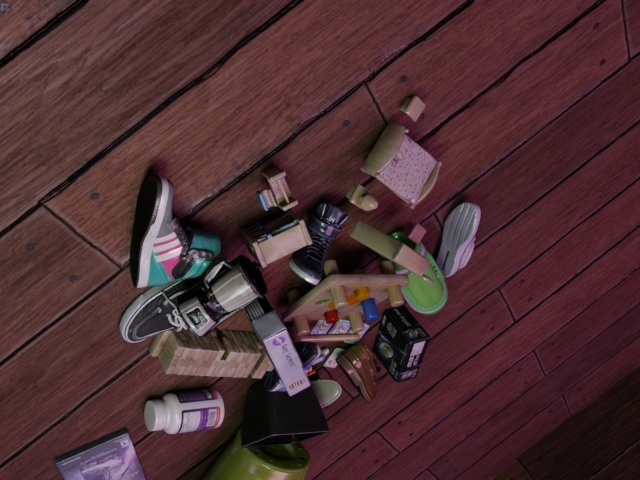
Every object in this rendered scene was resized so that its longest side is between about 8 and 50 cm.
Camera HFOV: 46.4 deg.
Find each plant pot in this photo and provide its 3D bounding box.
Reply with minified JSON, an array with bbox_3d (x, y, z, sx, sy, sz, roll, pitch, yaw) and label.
[{"bbox_3d":[-0.203,0.757,2.229,0.367,0.366,0.352,13,108,-41],"label":"plant pot"},{"bbox_3d":[-0.110,0.482,2.115,0.188,0.166,0.187,7,154,-33],"label":"plant pot"}]

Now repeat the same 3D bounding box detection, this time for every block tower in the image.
[{"bbox_3d":[-0.265,0.289,1.921,0.336,0.097,0.091,13,118,-40],"label":"block tower"}]

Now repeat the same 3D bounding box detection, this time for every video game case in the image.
[{"bbox_3d":[-0.599,0.639,2.057,0.196,0.026,0.274,-21,135,-18],"label":"video game case"}]

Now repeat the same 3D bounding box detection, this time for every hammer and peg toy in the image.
[{"bbox_3d":[0.040,0.173,1.983,0.266,0.127,0.361,1,152,-34],"label":"hammer and peg toy"}]

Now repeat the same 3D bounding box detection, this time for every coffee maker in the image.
[{"bbox_3d":[-0.213,0.125,1.647,0.178,0.120,0.171,-33,167,5],"label":"coffee maker"}]

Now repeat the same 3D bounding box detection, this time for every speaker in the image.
[{"bbox_3d":[0.265,0.095,2.092,0.131,0.131,0.296,-38,139,0],"label":"speaker"}]

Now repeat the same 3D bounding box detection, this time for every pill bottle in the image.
[{"bbox_3d":[-0.365,0.458,1.992,0.194,0.108,0.108,2,125,-36],"label":"pill bottle"}]

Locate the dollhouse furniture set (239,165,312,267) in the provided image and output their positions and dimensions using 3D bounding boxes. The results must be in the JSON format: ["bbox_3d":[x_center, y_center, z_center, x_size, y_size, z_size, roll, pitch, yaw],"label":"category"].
[{"bbox_3d":[-0.124,-0.062,1.702,0.129,0.129,0.183,-26,113,-12],"label":"dollhouse furniture set"}]

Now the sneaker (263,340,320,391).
[{"bbox_3d":[-0.064,0.338,1.998,0.081,0.080,0.211,20,133,-35],"label":"sneaker"}]

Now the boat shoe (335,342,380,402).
[{"bbox_3d":[0.140,0.409,2.288,0.104,0.111,0.307,-40,151,-9],"label":"boat shoe"}]

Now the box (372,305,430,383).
[{"bbox_3d":[0.242,0.314,2.256,0.078,0.147,0.180,-11,133,-27],"label":"box"}]

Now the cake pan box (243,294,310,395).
[{"bbox_3d":[-0.128,0.218,1.838,0.070,0.245,0.266,-29,139,-10],"label":"cake pan box"}]

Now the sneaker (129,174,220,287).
[{"bbox_3d":[-0.299,-0.016,1.595,0.179,0.123,0.295,-3,136,-27],"label":"sneaker"}]

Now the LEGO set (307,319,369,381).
[{"bbox_3d":[0.019,0.333,2.189,0.183,0.060,0.244,17,116,-39],"label":"LEGO set"}]

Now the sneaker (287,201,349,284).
[{"bbox_3d":[-0.002,-0.001,1.766,0.086,0.226,0.163,30,109,-14],"label":"sneaker"}]

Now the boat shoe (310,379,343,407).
[{"bbox_3d":[-0.025,0.471,2.232,0.228,0.081,0.069,-25,160,23],"label":"boat shoe"}]

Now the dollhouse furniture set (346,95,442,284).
[{"bbox_3d":[0.252,-0.108,1.788,0.303,0.174,0.355,31,90,-44],"label":"dollhouse furniture set"}]

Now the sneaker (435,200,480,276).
[{"bbox_3d":[0.401,-0.013,2.131,0.091,0.094,0.258,-26,145,-41],"label":"sneaker"}]

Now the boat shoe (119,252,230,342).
[{"bbox_3d":[-0.328,0.155,1.746,0.306,0.105,0.113,-32,138,-6],"label":"boat shoe"}]
